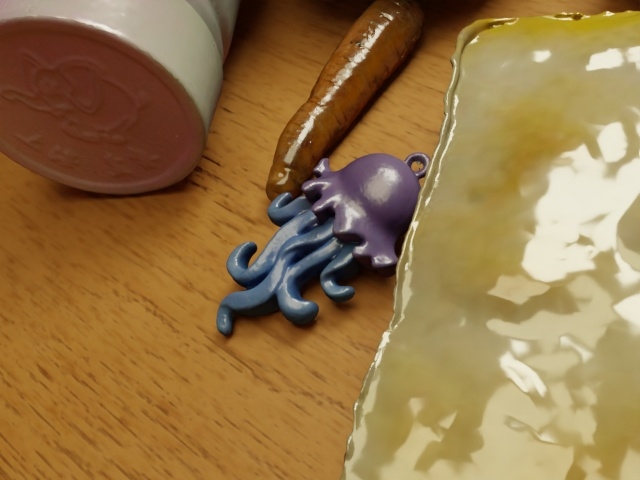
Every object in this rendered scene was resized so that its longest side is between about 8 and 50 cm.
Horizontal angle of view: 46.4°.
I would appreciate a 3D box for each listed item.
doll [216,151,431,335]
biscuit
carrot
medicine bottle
[{"bbox_3d":[0.000,0.000,0.566,0.206,0.067,0.110,-36,67,3],"label":"doll"},{"bbox_3d":[0.244,0.019,0.451,0.446,0.104,0.429,1,57,20],"label":"biscuit"},{"bbox_3d":[0.017,-0.127,0.657,0.059,0.059,0.248,23,68,29],"label":"carrot"},{"bbox_3d":[-0.178,-0.230,0.690,0.212,0.212,0.325,-3,55,15],"label":"medicine bottle"}]
